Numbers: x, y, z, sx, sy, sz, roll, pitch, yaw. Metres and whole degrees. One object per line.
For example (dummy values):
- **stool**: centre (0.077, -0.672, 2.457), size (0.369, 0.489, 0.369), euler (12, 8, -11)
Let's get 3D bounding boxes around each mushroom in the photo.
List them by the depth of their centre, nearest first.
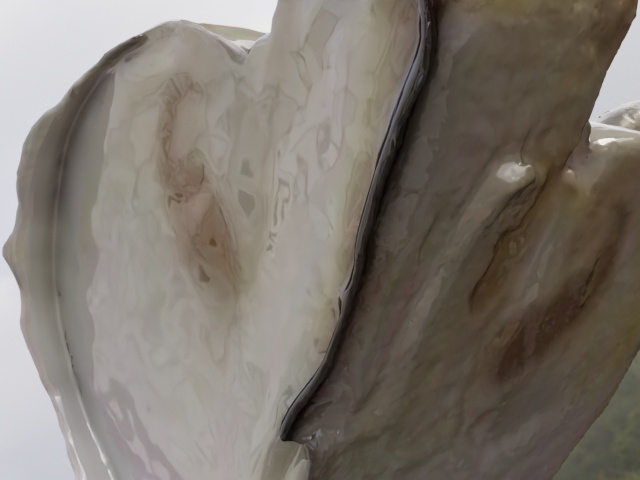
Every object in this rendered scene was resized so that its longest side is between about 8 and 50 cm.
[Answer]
- **mushroom**: centre (0.010, -0.004, 0.442), size (0.173, 0.162, 0.236), euler (-6, -59, -48)

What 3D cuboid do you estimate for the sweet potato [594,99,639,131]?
- **sweet potato**: centre (0.215, -0.007, 1.048), size (0.310, 0.098, 0.124), euler (-59, -19, 3)
